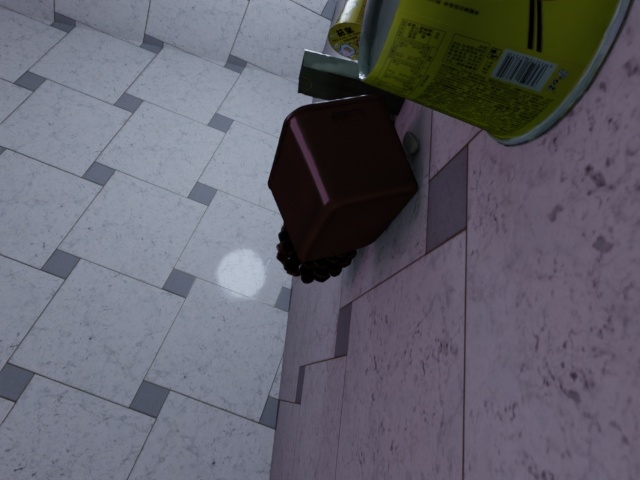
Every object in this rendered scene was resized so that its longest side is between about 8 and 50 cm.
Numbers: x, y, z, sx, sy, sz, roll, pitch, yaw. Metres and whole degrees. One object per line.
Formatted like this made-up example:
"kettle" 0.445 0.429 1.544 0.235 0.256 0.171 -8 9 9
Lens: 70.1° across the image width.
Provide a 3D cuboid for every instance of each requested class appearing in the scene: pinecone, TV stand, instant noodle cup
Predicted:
"pinecone" -0.003 0.002 1.361 0.292 0.246 0.247 147 134 -62
"TV stand" 0.080 -0.400 1.162 0.083 0.269 0.088 111 166 -49
"instant noodle cup" 0.132 -0.745 1.588 0.182 0.182 0.145 132 156 -73
"instant noodle cup" 0.184 -0.295 0.569 0.311 0.221 0.312 -169 90 -80

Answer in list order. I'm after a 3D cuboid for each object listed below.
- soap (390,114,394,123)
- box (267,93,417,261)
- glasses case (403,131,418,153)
"soap" 0.121 -0.235 1.298 0.274 0.089 0.174 113 162 -54
"box" 0.039 -0.125 1.048 0.339 0.239 0.230 120 134 -62
"glasses case" 0.199 -0.217 1.008 0.083 0.021 0.032 -96 19 -61
